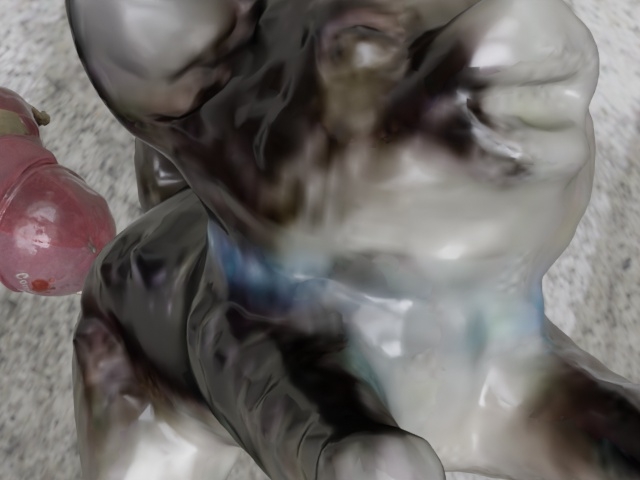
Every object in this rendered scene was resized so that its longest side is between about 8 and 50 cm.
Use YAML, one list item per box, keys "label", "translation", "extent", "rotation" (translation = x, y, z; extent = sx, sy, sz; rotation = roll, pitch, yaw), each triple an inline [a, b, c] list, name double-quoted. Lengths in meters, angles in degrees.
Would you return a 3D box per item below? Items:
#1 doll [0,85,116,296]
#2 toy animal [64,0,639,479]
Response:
- label: "doll"
  translation: [-0.308, -0.043, 1.612]
  extent: [0.196, 0.256, 0.152]
  rotation: [13, 114, -49]
- label: "toy animal"
  translation: [0.000, 0.000, 0.633]
  extent: [0.194, 0.344, 0.302]
  rotation: [-3, 65, -24]
